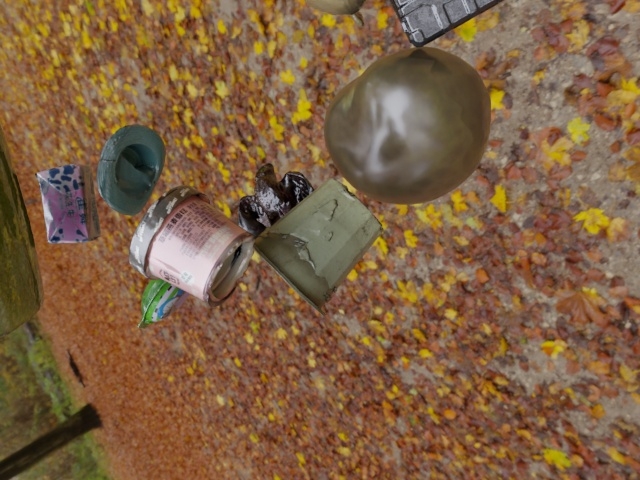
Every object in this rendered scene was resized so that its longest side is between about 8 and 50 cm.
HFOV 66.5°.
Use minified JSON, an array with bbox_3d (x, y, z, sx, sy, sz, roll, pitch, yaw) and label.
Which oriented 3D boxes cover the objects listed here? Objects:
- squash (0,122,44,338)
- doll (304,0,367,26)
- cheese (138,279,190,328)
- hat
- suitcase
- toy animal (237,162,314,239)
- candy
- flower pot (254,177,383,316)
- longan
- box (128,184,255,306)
[{"bbox_3d":[-0.593,-0.048,0.738,0.263,0.263,0.385,23,122,43],"label":"squash"},{"bbox_3d":[-0.002,-0.486,0.801,0.174,0.330,0.235,-30,86,16],"label":"doll"},{"bbox_3d":[-0.352,0.088,1.240,0.083,0.321,0.204,35,166,2],"label":"cheese"},{"bbox_3d":[-0.405,-0.150,1.025,0.077,0.191,0.138,11,167,32],"label":"hat"},{"bbox_3d":[0.205,-0.537,0.906,0.206,0.066,0.286,-24,109,23],"label":"suitcase"},{"bbox_3d":[-0.104,-0.089,1.148,0.218,0.116,0.180,-30,50,20],"label":"toy animal"},{"bbox_3d":[-0.517,-0.074,1.005,0.073,0.092,0.161,-125,29,-85],"label":"candy"},{"bbox_3d":[0.000,0.000,0.906,0.212,0.202,0.212,45,-179,-1],"label":"flower pot"},{"bbox_3d":[0.199,-0.255,1.131,0.404,0.404,0.337,-13,61,55],"label":"longan"},{"bbox_3d":[-0.180,0.014,0.729,0.135,0.151,0.151,30,138,9],"label":"box"}]
